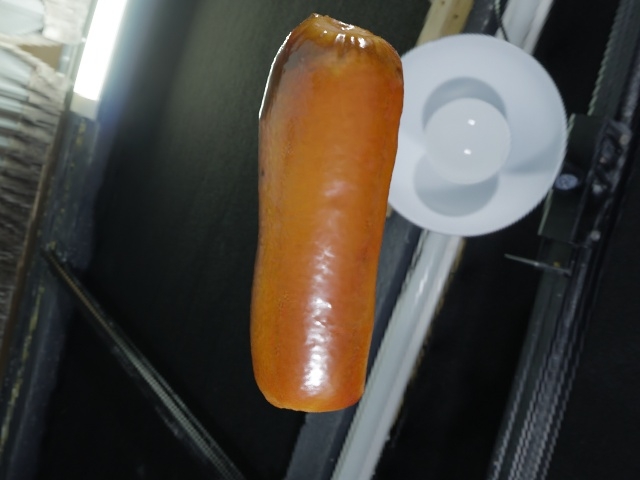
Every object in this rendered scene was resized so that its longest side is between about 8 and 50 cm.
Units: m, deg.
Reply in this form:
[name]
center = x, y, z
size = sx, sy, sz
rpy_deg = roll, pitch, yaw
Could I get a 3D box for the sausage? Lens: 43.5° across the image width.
[sausage]
center = 0.000, 0.000, 0.552
size = 0.083, 0.089, 0.300
rpy_deg = -124, -145, -61
